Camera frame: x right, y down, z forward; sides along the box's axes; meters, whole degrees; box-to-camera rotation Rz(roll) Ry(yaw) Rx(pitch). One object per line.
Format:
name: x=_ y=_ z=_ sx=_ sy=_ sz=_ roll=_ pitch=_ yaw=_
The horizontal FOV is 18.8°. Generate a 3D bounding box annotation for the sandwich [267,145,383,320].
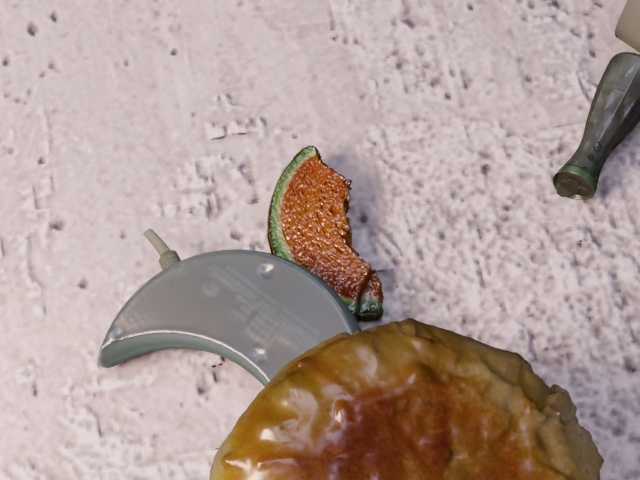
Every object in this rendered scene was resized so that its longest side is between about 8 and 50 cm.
sandwich: x=-0.002 y=-0.001 z=1.340 sx=0.067 sy=0.029 sz=0.135 roll=-15 pitch=64 yaw=-3

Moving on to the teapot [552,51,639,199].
teapot: x=0.202 y=-0.078 z=1.368 sx=0.043 sy=0.043 sz=0.110 roll=25 pitch=70 yaw=15

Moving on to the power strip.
power strip: x=-0.053 y=0.071 z=1.284 sx=0.216 sy=0.044 sz=0.137 roll=37 pitch=85 yaw=19

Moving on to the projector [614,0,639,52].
projector: x=0.271 y=-0.163 z=1.375 sx=0.082 sy=0.083 sz=0.083 roll=37 pitch=40 yaw=20

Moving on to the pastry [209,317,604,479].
pastry: x=0.046 y=0.171 z=1.173 sx=0.257 sy=0.121 sz=0.236 roll=-12 pitch=82 yaw=-19
